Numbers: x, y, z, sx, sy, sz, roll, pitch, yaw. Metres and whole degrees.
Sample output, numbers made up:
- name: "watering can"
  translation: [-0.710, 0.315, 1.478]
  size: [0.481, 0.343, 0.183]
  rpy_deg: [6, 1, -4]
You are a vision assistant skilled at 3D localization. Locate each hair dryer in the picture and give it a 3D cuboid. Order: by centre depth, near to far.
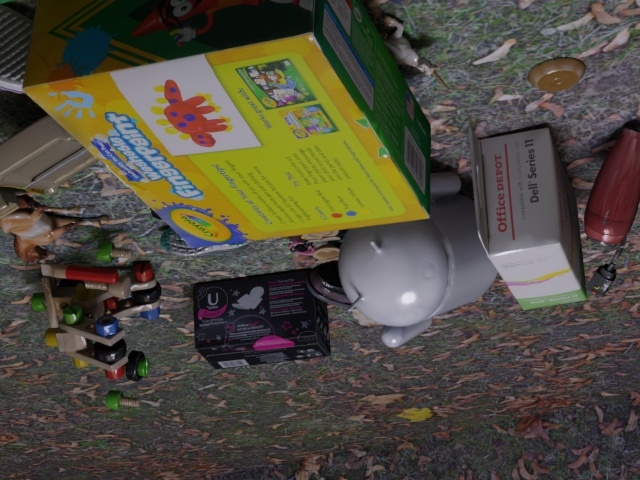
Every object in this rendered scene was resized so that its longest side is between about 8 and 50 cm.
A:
- name: "hair dryer"
  translation: [0.481, -0.071, 1.950]
  size: [0.080, 0.223, 0.293]
  rpy_deg: [14, 142, 10]

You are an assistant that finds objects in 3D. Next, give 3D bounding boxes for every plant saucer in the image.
- name: "plant saucer"
  translation: [0.341, -0.235, 1.700]
  size: [0.083, 0.015, 0.083]
  rpy_deg: [-4, 157, -2]

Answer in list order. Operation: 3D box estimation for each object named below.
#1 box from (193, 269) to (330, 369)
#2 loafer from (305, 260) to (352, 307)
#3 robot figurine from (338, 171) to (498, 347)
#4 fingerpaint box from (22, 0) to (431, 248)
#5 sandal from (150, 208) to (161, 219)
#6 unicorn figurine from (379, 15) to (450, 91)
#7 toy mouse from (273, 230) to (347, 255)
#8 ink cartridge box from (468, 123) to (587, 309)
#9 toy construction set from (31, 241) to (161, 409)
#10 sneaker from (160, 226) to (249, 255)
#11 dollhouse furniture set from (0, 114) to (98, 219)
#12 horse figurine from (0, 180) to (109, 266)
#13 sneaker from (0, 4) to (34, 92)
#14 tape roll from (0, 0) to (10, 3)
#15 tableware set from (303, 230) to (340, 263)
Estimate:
- name: "box"
  translation: [-0.116, 0.161, 2.382]
  size: [0.247, 0.142, 0.163]
  rpy_deg: [-7, 158, 9]
- name: "loafer"
  translation: [0.111, 0.066, 2.279]
  size: [0.302, 0.109, 0.095]
  rpy_deg: [6, 136, -37]
- name: "robot figurine"
  translation: [0.165, 0.030, 1.970]
  size: [0.200, 0.300, 0.353]
  rpy_deg: [16, -162, 34]
- name: "fingerpaint box"
  translation: [-0.096, -0.171, 1.516]
  size: [0.371, 0.163, 0.445]
  rpy_deg: [-8, 152, 21]
- name: "sandal"
  translation: [-0.166, -0.070, 1.941]
  size: [0.254, 0.054, 0.097]
  rpy_deg: [-11, 156, 15]
- name: "unicorn figurine"
  translation: [0.086, -0.250, 1.579]
  size: [0.162, 0.060, 0.111]
  rpy_deg: [3, 162, 25]
- name: "toy mouse"
  translation: [0.000, 0.000, 2.164]
  size: [0.161, 0.031, 0.143]
  rpy_deg: [-9, 156, 12]
- name: "ink cartridge box"
  translation: [0.339, -0.041, 1.904]
  size: [0.119, 0.207, 0.353]
  rpy_deg: [-9, 157, 18]
- name: "toy construction set"
  translation: [-0.444, 0.119, 2.157]
  size: [0.237, 0.257, 0.309]
  rpy_deg: [6, 145, 10]
- name: "sneaker"
  translation: [-0.201, 0.005, 2.106]
  size: [0.166, 0.065, 0.076]
  rpy_deg: [-2, 161, -2]
- name: "dollhouse furniture set"
  translation: [-0.467, -0.137, 1.725]
  size: [0.301, 0.151, 0.197]
  rpy_deg: [-29, 172, 12]
- name: "horse figurine"
  translation: [-0.465, -0.035, 1.956]
  size: [0.174, 0.066, 0.263]
  rpy_deg: [-12, 161, 8]
- name: "sneaker"
  translation: [-0.468, -0.232, 1.473]
  size: [0.282, 0.102, 0.161]
  rpy_deg: [16, 155, -19]
- name: "tape roll"
  translation: [-0.405, -0.358, 1.204]
  size: [0.321, 0.077, 0.321]
  rpy_deg: [-4, 157, -2]
- name: "tableware set"
  translation: [0.044, 0.002, 2.106]
  size: [0.141, 0.020, 0.168]
  rpy_deg: [-7, 157, 6]
